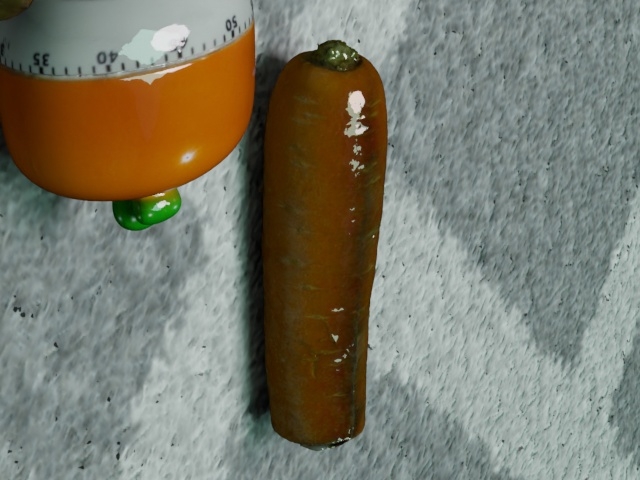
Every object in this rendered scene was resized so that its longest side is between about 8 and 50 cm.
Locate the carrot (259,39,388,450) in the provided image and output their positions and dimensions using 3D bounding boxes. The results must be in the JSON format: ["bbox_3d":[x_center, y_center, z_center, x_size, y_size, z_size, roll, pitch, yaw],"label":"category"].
[{"bbox_3d":[0.000,0.000,0.928,0.067,0.067,0.225,-26,124,-52],"label":"carrot"}]

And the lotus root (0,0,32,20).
[{"bbox_3d":[-0.087,-0.214,0.606,0.291,0.193,0.193,-65,147,-18],"label":"lotus root"}]

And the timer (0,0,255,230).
[{"bbox_3d":[-0.080,-0.061,0.744,0.136,0.099,0.136,-14,111,-42],"label":"timer"}]
